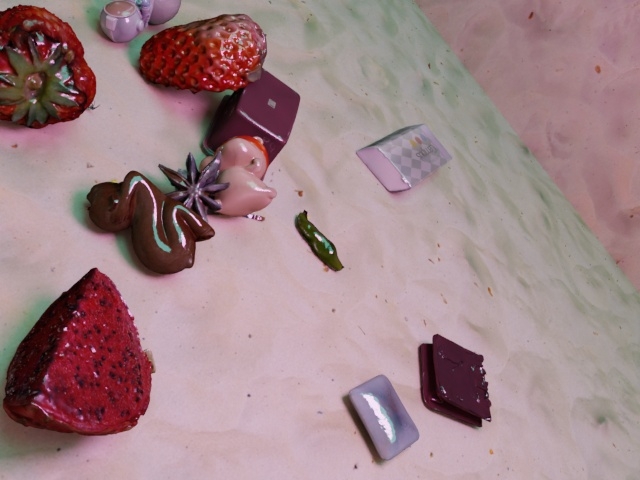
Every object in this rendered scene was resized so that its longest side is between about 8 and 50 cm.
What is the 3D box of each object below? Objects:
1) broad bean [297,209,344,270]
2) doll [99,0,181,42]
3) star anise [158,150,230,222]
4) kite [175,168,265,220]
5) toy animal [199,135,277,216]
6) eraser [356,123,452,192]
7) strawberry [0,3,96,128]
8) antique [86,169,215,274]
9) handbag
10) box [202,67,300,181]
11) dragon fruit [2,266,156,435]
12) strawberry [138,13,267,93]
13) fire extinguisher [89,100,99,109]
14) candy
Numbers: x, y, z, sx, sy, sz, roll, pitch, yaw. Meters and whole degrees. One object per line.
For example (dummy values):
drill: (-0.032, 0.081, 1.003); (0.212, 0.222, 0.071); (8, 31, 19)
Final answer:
broad bean: (-0.007, 0.000, 1.651); (0.061, 0.046, 0.195); (-19, 70, -47)
doll: (-0.488, -0.620, 1.663); (0.151, 0.151, 0.287); (39, 46, -11)
star anise: (-0.296, -0.110, 1.405); (0.181, 0.061, 0.204); (10, 81, -2)
kite: (-0.246, -0.103, 1.538); (0.245, 0.015, 0.141); (12, 51, -37)
toy animal: (-0.196, -0.160, 1.497); (0.171, 0.171, 0.197); (12, 50, -37)
eraser: (0.305, -0.298, 2.170); (0.213, 0.082, 0.397); (51, 38, 3)
strawberry: (-0.602, -0.359, 1.269); (0.239, 0.250, 0.288); (-23, 47, -17)
antique: (-0.363, -0.034, 1.286); (0.257, 0.121, 0.143); (39, 66, -15)
handbag: (0.362, 0.374, 1.659); (0.216, 0.074, 0.203); (28, 42, -26)
box: (-0.173, -0.318, 1.670); (0.193, 0.167, 0.294); (33, 41, -21)
dragon fruit: (-0.396, 0.229, 1.024); (0.205, 0.152, 0.317); (50, 20, -27)
strawberry: (-0.307, -0.498, 1.599); (0.336, 0.149, 0.265); (-1, 43, 2)
fire extinguisher: (-0.560, -0.329, 1.429); (0.100, 0.032, 0.046); (28, 8, -23)
candy: (0.148, 0.402, 1.430); (0.138, 0.071, 0.174); (-12, 67, -48)
